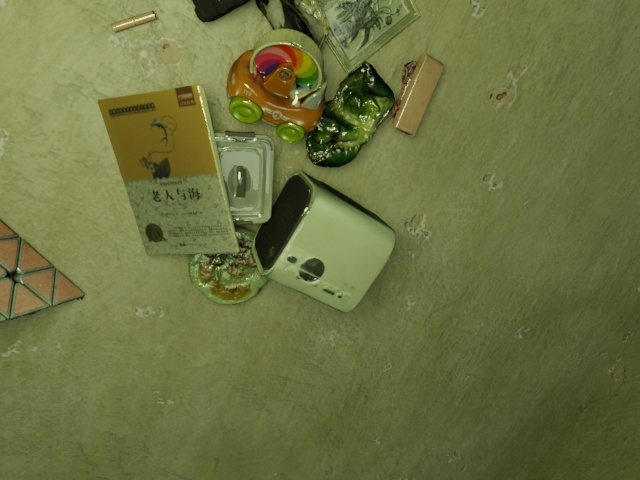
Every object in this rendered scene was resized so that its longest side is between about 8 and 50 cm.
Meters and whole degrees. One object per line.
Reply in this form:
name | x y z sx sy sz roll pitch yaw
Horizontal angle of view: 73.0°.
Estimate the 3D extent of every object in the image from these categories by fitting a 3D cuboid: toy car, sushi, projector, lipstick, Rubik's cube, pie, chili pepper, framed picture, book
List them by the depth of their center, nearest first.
lipstick | -0.397 -0.467 0.921 0.094 0.019 0.019 -20 117 -5
toy car | -0.074 -0.346 0.935 0.235 0.145 0.235 6 154 3
sushi | -0.073 -0.534 0.938 0.109 0.134 0.272 -34 100 -18
book | -0.343 -0.143 0.999 0.269 0.032 0.388 -3 113 18
Rubik's cube | -0.758 0.109 1.018 0.228 0.233 0.228 -51 167 -30
framed picture | 0.109 -0.540 1.028 0.231 0.010 0.173 -38 118 4
chili pepper | 0.062 -0.300 1.081 0.148 0.116 0.264 27 106 -36
projector | 0.000 0.000 1.086 0.249 0.248 0.248 28 102 -25
pie | -0.246 0.071 1.190 0.241 0.054 0.240 -6 114 -14

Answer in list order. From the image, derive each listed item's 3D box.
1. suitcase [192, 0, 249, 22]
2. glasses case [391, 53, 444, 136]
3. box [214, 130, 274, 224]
suitcase | -0.222 -0.594 0.823 0.206 0.066 0.285 -4 126 37
glasses case | 0.221 -0.373 1.092 0.103 0.070 0.193 8 111 -39
box | -0.201 -0.157 1.055 0.162 0.130 0.226 -1 115 -15
